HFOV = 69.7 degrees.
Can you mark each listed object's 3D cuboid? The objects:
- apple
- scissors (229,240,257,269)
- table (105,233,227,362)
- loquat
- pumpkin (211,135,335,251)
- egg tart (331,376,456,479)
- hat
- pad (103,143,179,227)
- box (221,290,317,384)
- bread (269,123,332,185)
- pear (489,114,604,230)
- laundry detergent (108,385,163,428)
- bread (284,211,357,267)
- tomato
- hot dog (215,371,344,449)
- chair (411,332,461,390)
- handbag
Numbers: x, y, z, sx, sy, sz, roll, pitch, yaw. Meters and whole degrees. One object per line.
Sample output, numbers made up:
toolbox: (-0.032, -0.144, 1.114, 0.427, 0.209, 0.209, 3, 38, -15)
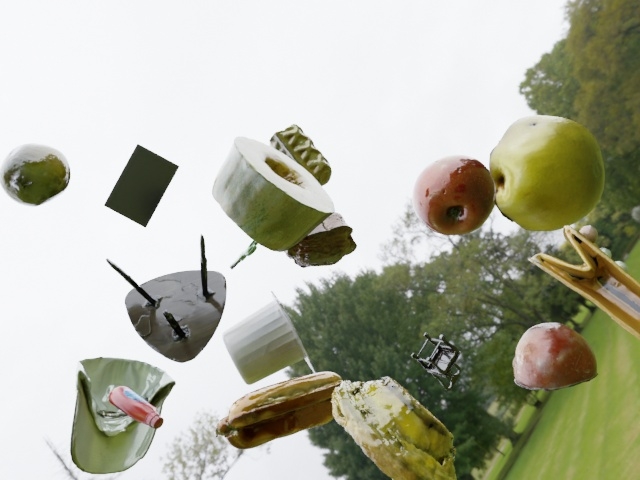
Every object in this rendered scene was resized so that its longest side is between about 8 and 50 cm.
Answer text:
apple: (0.565, -0.187, 1.949, 0.277, 0.349, 0.348, -77, 0, -51)
scissors: (-0.361, 0.071, 2.155, 0.204, 0.027, 0.101, -40, 21, 28)
table: (-0.420, 0.156, 1.300, 0.317, 0.317, 0.249, -41, -24, -27)
loquat: (-0.695, -0.167, 1.127, 0.152, 0.195, 0.152, -5, -59, -9)
pumpkin: (-0.141, -0.114, 1.275, 0.199, 0.332, 0.332, -55, -24, 17)
egg tart: (0.152, 0.353, 0.865, 0.123, 0.294, 0.294, -49, -25, -2)
hat: (-0.563, 0.471, 1.258, 0.258, 0.168, 0.301, 19, -116, -32)
pad: (-0.618, -0.190, 1.586, 0.245, 0.170, 0.006, -62, 1, -1)
box: (-0.162, 0.336, 1.404, 0.206, 0.291, 0.262, -27, -17, -11)
bread: (-0.069, -0.311, 1.766, 0.152, 0.267, 0.130, -44, -8, 36)
pear: (0.670, -0.197, 1.291, 0.387, 0.191, 0.340, -19, -82, -35)
laundry detergent: (-0.442, 0.416, 1.130, 0.049, 0.165, 0.097, -65, -33, -13)
bread: (-0.004, 0.009, 1.598, 0.247, 0.135, 0.232, -17, -38, 2)
tomato: (0.639, 0.309, 1.275, 0.214, 0.181, 0.155, -12, -84, -20)
hot dog: (-0.086, 0.377, 1.050, 0.337, 0.100, 0.135, -1, -66, -41)
chair: (0.431, 0.427, 1.578, 0.106, 0.229, 0.113, -52, 17, -18)
handbag: (0.646, 0.110, 1.003, 0.133, 0.283, 0.401, -51, -35, 17)
